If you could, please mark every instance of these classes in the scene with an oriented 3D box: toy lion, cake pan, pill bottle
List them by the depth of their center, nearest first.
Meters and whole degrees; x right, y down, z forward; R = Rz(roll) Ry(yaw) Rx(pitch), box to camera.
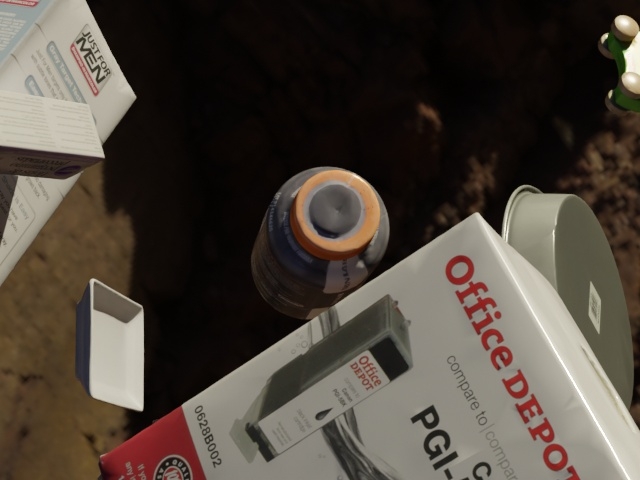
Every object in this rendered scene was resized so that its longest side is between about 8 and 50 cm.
[{"bbox_3d":[0.284,-0.144,1.219,0.034,0.096,0.100,119,158,-52],"label":"toy lion"},{"bbox_3d":[0.000,0.000,1.546,0.130,0.130,0.246,-49,-3,-15],"label":"pill bottle"},{"bbox_3d":[0.272,0.078,1.573,0.054,0.293,0.293,-13,41,26],"label":"cake pan"}]

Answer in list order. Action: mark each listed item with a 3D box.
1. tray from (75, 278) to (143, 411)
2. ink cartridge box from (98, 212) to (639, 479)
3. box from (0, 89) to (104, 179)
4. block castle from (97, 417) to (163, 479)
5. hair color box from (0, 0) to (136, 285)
[{"bbox_3d":[-0.267,0.138,1.849,0.030,0.270,0.145,-1,80,6],"label":"tray"},{"bbox_3d":[0.018,0.072,0.403,0.135,0.056,0.099,-34,54,11],"label":"ink cartridge box"},{"bbox_3d":[-0.334,-0.105,1.367,0.063,0.324,0.067,-24,77,28],"label":"box"},{"bbox_3d":[-0.101,0.352,1.669,0.453,0.303,0.213,134,131,-57],"label":"block castle"},{"bbox_3d":[-0.362,-0.095,1.548,0.113,0.185,0.374,12,55,29],"label":"hair color box"}]
